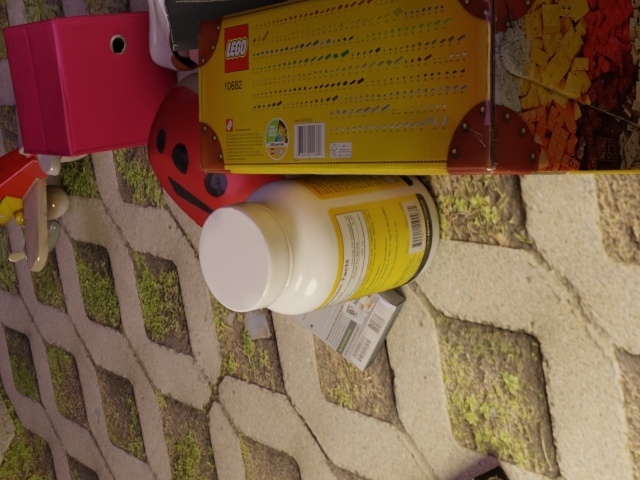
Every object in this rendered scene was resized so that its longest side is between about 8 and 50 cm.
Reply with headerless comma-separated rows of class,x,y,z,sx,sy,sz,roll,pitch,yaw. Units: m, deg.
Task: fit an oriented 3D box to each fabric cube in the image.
fabric cube,-0.453,-0.314,2.034,0.259,0.254,0.258,8,107,52

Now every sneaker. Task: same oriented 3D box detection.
sneaker,-0.260,-0.452,1.870,0.123,0.106,0.290,26,132,43

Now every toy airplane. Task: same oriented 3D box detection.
toy airplane,-0.697,-0.144,2.460,0.384,0.272,0.386,21,81,37

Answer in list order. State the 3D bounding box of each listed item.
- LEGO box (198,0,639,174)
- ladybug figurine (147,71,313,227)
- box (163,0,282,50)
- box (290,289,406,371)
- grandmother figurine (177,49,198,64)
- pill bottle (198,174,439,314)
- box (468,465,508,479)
LEGO box,0.144,-0.172,1.161,0.500,0.372,0.193,5,97,52
ladybug figurine,-0.162,-0.120,1.712,0.449,0.162,0.305,28,147,55
box,-0.163,-0.498,1.510,0.312,0.178,0.343,131,132,-81
box,0.030,0.100,1.643,0.186,0.038,0.145,35,124,18
grandmother figurine,-0.123,-0.295,1.737,0.342,0.104,0.208,43,154,34
pill bottle,0.000,0.000,1.438,0.188,0.334,0.188,11,105,43
box,0.233,0.491,1.535,0.216,0.060,0.270,62,142,20
